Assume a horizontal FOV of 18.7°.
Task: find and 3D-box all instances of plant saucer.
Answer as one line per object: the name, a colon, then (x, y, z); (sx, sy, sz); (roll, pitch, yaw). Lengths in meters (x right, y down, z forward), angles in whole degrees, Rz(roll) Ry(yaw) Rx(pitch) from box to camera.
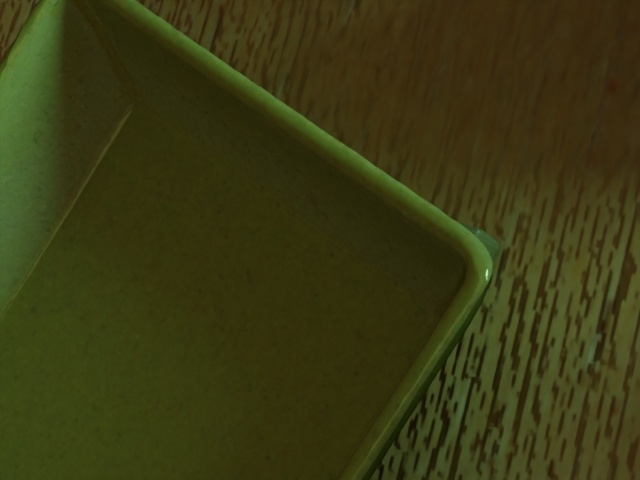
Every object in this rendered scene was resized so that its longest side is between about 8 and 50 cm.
plant saucer: (-0.096, 0.076, 0.976); (0.333, 0.081, 0.332); (37, 97, 37)

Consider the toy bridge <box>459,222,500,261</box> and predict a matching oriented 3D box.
toy bridge: (0.000, 0.000, 1.003); (0.188, 0.026, 0.063); (20, 81, 36)
